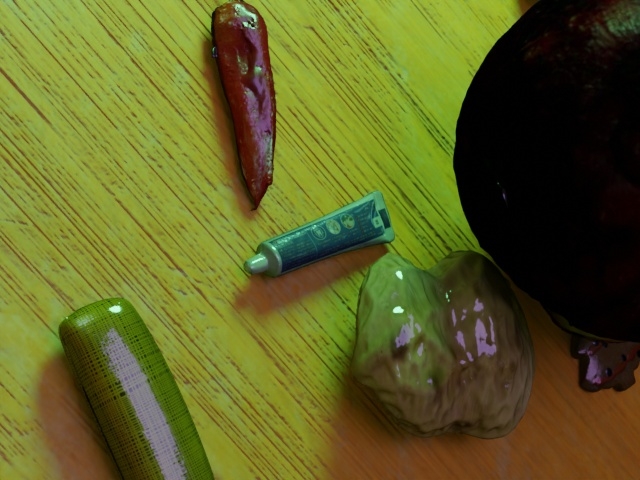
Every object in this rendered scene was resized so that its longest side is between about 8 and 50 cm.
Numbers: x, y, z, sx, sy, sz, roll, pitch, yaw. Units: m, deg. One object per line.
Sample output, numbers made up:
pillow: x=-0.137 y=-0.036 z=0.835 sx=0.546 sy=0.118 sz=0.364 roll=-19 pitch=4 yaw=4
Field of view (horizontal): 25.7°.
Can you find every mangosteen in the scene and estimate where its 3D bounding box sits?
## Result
mangosteen: x=0.308 y=-0.074 z=1.414 sx=0.381 sy=0.421 sz=0.381 roll=7 pitch=70 yaw=-20

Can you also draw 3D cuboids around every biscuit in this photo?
biscuit: x=0.321 y=0.111 z=1.595 sx=0.119 sy=0.019 sz=0.130 roll=-31 pitch=92 yaw=-37

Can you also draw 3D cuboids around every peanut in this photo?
peanut: x=0.122 y=0.104 z=1.405 sx=0.233 sy=0.110 sz=0.196 roll=1 pitch=76 yaw=-34

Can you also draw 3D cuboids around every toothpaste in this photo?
toothpaste: x=0.000 y=0.000 z=1.405 sx=0.197 sy=0.035 sz=0.057 roll=-21 pitch=96 yaw=-40

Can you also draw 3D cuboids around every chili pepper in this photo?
chili pepper: x=-0.073 y=-0.163 z=1.401 sx=0.059 sy=0.050 sz=0.268 roll=7 pitch=71 yaw=-49

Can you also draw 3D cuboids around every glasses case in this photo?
glasses case: x=-0.153 y=0.162 z=1.229 sx=0.079 sy=0.064 sz=0.234 roll=-24 pitch=89 yaw=-30
